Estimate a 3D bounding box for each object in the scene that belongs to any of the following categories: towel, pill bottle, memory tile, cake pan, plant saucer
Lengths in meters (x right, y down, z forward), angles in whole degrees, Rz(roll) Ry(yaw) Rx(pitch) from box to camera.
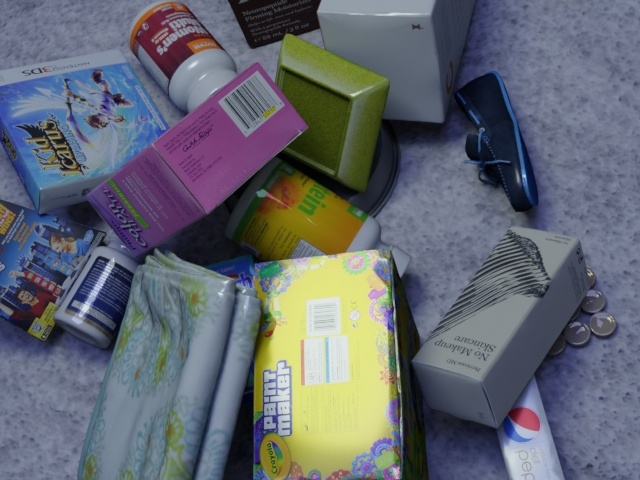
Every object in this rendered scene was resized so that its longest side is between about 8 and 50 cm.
[{"bbox_3d":[-0.202,0.206,1.435,0.320,0.090,0.374,13,90,64],"label":"towel"},{"bbox_3d":[-0.319,0.068,1.684,0.094,0.094,0.169,20,70,22],"label":"pill bottle"},{"bbox_3d":[-0.212,-0.284,1.824,0.121,0.121,0.221,-37,61,-6],"label":"pill bottle"},{"bbox_3d":[0.325,0.104,1.555,0.148,0.012,0.113,-21,60,3],"label":"memory tile"},{"bbox_3d":[-0.024,-0.129,1.737,0.293,0.054,0.293,-6,62,11],"label":"cake pan"},{"bbox_3d":[0.000,0.000,1.586,0.245,0.136,0.136,32,73,1],"label":"pill bottle"},{"bbox_3d":[-0.005,-0.178,1.624,0.188,0.188,0.045,29,36,25],"label":"plant saucer"}]

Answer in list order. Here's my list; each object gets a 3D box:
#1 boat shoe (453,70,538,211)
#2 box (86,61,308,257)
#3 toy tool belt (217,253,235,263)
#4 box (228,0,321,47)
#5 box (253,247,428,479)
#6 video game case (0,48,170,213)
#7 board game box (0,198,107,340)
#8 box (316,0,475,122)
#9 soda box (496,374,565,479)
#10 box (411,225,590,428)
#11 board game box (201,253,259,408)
[{"bbox_3d":[0.257,-0.135,1.658,0.089,0.109,0.258,-19,44,12],"label":"boat shoe"},{"bbox_3d":[-0.174,-0.108,1.553,0.117,0.243,0.213,51,56,-8],"label":"box"},{"bbox_3d":[-0.146,0.063,1.670,0.083,0.052,0.051,-44,54,-10],"label":"toy tool belt"},{"bbox_3d":[-0.080,-0.457,1.834,0.168,0.203,0.167,-16,61,6],"label":"box"},{"bbox_3d":[0.033,0.206,1.421,0.177,0.279,0.290,-7,61,10],"label":"box"},{"bbox_3d":[-0.381,-0.182,1.788,0.244,0.061,0.269,-17,56,-28],"label":"video game case"},{"bbox_3d":[-0.458,0.024,1.700,0.194,0.060,0.194,32,70,-15],"label":"board game box"},{"bbox_3d":[0.131,-0.378,1.702,0.168,0.215,0.345,5,53,17],"label":"box"},{"bbox_3d":[0.270,0.278,1.442,0.069,0.074,0.216,-16,60,7],"label":"soda box"},{"bbox_3d":[0.241,0.107,1.466,0.113,0.094,0.275,11,46,37],"label":"box"},{"bbox_3d":[-0.146,0.140,1.606,0.160,0.047,0.210,-16,74,6],"label":"board game box"}]
